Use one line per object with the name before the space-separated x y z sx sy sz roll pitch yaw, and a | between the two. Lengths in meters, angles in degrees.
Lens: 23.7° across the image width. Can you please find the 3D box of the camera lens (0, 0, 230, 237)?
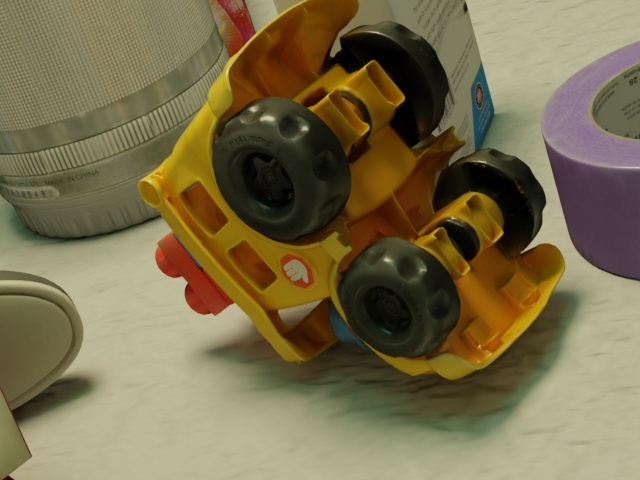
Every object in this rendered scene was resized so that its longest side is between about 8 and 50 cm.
camera lens | -0.197 -0.168 1.204 0.219 0.274 0.219 -15 27 8

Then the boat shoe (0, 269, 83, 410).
boat shoe | -0.318 0.090 0.990 0.335 0.112 0.095 -23 28 -2

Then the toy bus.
toy bus | 0.000 0.000 0.907 0.211 0.220 0.149 -40 2 43

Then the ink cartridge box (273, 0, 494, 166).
ink cartridge box | 0.047 -0.139 1.069 0.085 0.203 0.148 -6 30 25

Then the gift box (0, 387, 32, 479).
gift box | -0.304 0.081 0.795 0.276 0.255 0.258 -18 5 16

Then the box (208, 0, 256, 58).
box | -0.142 -0.237 1.459 0.128 0.123 0.257 -19 27 0

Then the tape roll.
tape roll | 0.236 -0.059 0.936 0.189 0.080 0.189 -16 27 9
